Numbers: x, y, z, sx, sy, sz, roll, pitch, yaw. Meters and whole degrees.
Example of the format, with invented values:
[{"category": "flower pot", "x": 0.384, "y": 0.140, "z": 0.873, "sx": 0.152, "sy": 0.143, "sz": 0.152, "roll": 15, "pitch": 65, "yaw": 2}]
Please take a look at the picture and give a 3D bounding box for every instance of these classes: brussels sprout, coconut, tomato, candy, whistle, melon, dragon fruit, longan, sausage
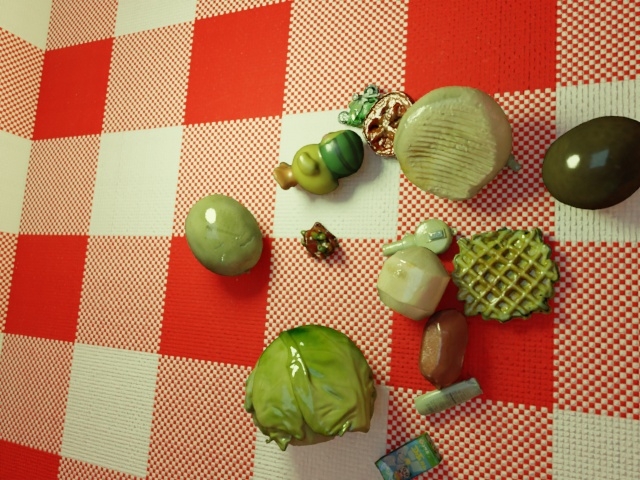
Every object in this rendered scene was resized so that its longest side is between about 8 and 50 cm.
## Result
[{"category": "brussels sprout", "x": -0.042, "y": 0.458, "z": 1.589, "sx": 0.425, "sy": 0.342, "sz": 0.361, "roll": -14, "pitch": 78, "yaw": 21}, {"category": "coconut", "x": 0.297, "y": 0.126, "z": 1.560, "sx": 0.241, "sy": 0.241, "sz": 0.241, "roll": -4, "pitch": 80, "yaw": 23}, {"category": "tomato", "x": 0.262, "y": -0.405, "z": 1.726, "sx": 0.227, "sy": 0.101, "sz": 0.228, "roll": 0, "pitch": 90, "yaw": 36}, {"category": "candy", "x": 0.281, "y": 0.706, "z": 1.564, "sx": 0.194, "sy": 0.062, "sz": 0.097, "roll": -36, "pitch": 69, "yaw": 15}, {"category": "whistle", "x": 0.333, "y": 0.001, "z": 1.649, "sx": 0.257, "sy": 0.067, "sz": 0.126, "roll": -17, "pitch": 74, "yaw": 23}, {"category": "melon", "x": -0.360, "y": -0.011, "z": 1.847, "sx": 0.268, "sy": 0.268, "sz": 0.330, "roll": -36, "pitch": 92, "yaw": 15}, {"category": "dragon fruit", "x": 0.000, "y": 0.000, "z": 1.780, "sx": 0.142, "sy": 0.175, "sz": 0.139, "roll": -1, "pitch": 92, "yaw": -7}, {"category": "longan", "x": 0.787, "y": -0.228, "z": 1.395, "sx": 0.300, "sy": 0.243, "sz": 0.300, "roll": -19, "pitch": 38, "yaw": 15}, {"category": "sausage", "x": 0.382, "y": 0.338, "z": 1.535, "sx": 0.148, "sy": 0.148, "sz": 0.255, "roll": 2, "pitch": 80, "yaw": 24}]

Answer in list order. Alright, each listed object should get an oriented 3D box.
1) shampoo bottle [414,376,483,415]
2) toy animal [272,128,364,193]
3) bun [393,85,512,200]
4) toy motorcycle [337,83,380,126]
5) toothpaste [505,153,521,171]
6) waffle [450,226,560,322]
[{"category": "shampoo bottle", "x": 0.403, "y": 0.494, "z": 1.547, "sx": 0.212, "sy": 0.049, "sz": 0.072, "roll": -27, "pitch": 98, "yaw": 17}, {"category": "toy animal", "x": 0.010, "y": -0.270, "z": 1.770, "sx": 0.338, "sy": 0.216, "sz": 0.191, "roll": -26, "pitch": 100, "yaw": 15}, {"category": "bun", "x": 0.416, "y": -0.318, "z": 1.538, "sx": 0.364, "sy": 0.219, "sz": 0.365, "roll": 8, "pitch": 125, "yaw": 11}, {"category": "toy motorcycle", "x": 0.152, "y": -0.484, "z": 1.801, "sx": 0.190, "sy": 0.074, "sz": 0.106, "roll": -42, "pitch": 75, "yaw": 14}, {"category": "toothpaste", "x": 0.560, "y": -0.314, "z": 1.613, "sx": 0.067, "sy": 0.037, "sz": 0.255, "roll": -49, "pitch": 64, "yaw": 16}, {"category": "waffle", "x": 0.571, "y": 0.107, "z": 1.525, "sx": 0.316, "sy": 0.073, "sz": 0.298, "roll": -8, "pitch": 78, "yaw": 20}]
